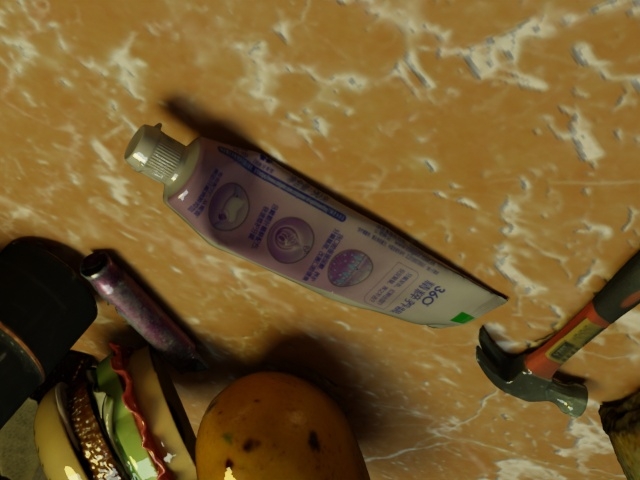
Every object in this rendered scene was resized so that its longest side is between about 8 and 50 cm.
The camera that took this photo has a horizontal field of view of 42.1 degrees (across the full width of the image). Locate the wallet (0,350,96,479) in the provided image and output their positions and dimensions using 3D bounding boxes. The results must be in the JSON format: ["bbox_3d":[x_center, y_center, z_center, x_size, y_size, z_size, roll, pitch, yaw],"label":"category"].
[{"bbox_3d":[-0.391,0.195,0.862,0.262,0.221,0.071,8,138,13],"label":"wallet"}]

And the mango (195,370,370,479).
[{"bbox_3d":[-0.036,0.222,0.778,0.159,0.191,0.290,-7,143,9],"label":"mango"}]

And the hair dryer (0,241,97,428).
[{"bbox_3d":[-0.397,0.048,0.734,0.352,0.189,0.107,25,143,12],"label":"hair dryer"}]

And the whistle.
[{"bbox_3d":[-0.158,0.073,0.768,0.033,0.033,0.176,-7,137,29],"label":"whistle"}]

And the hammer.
[{"bbox_3d":[0.204,0.047,0.591,0.111,0.033,0.288,20,143,-6],"label":"hammer"}]

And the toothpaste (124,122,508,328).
[{"bbox_3d":[0.000,0.000,0.599,0.301,0.048,0.075,28,115,-25],"label":"toothpaste"}]

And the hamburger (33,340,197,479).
[{"bbox_3d":[-0.196,0.191,0.797,0.136,0.175,0.175,-26,140,-9],"label":"hamburger"}]

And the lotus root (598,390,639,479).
[{"bbox_3d":[0.377,0.234,0.674,0.314,0.142,0.210,23,145,-5],"label":"lotus root"}]
